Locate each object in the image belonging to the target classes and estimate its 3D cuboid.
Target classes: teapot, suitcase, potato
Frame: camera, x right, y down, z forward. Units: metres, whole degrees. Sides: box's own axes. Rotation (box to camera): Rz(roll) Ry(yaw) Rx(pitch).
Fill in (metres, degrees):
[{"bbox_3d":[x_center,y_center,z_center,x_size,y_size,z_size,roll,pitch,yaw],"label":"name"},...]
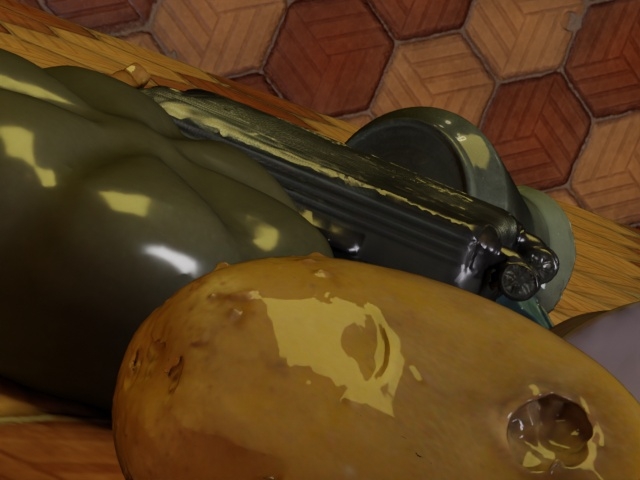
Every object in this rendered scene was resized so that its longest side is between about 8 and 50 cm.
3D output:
[{"bbox_3d":[0.118,0.006,1.450,0.225,0.171,0.203,21,37,-57],"label":"teapot"},{"bbox_3d":[0.000,0.000,1.208,0.312,0.128,0.202,23,8,10],"label":"suitcase"},{"bbox_3d":[0.033,0.087,0.684,0.234,0.150,0.146,25,-14,-11],"label":"potato"}]

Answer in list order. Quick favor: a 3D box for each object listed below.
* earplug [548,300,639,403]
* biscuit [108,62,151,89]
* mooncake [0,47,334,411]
[{"bbox_3d":[0.160,0.103,0.905,0.172,0.172,0.301,22,3,0],"label":"earplug"},{"bbox_3d":[-0.179,-0.062,1.161,0.027,0.133,0.184,49,14,-2],"label":"biscuit"},{"bbox_3d":[-0.120,-0.004,0.923,0.275,0.135,0.275,24,11,-5],"label":"mooncake"}]
